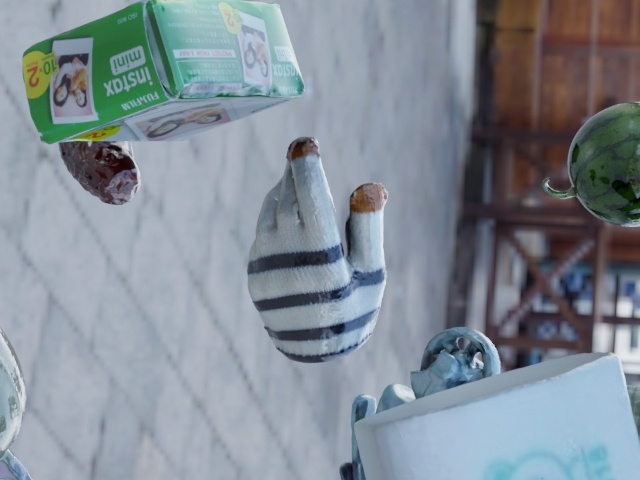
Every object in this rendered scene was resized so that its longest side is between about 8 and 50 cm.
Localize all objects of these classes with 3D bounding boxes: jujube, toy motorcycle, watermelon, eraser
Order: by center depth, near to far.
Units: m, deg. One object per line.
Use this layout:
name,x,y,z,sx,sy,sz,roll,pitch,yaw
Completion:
eraser,0.144,0.236,1.189,0.104,0.189,0.290,165,-89,-72
watermelon,0.236,-0.056,1.382,0.109,0.109,0.109,3,90,-78
toy motorcycle,0.123,0.230,1.690,0.154,0.206,0.260,8,51,-53
jujube,-0.224,-0.084,1.848,0.129,0.077,0.077,51,-24,47

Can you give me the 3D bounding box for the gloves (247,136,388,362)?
gloves,-0.012,0.006,1.823,0.131,0.140,0.219,-36,124,-38

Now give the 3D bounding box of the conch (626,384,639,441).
conch,0.281,0.162,1.283,0.137,0.234,0.114,-48,169,23

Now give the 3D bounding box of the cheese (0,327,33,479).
cheese,-0.278,0.136,1.339,0.286,0.163,0.082,61,34,-29

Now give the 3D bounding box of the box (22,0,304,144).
box,-0.150,-0.161,1.732,0.250,0.180,0.103,-11,84,-57
